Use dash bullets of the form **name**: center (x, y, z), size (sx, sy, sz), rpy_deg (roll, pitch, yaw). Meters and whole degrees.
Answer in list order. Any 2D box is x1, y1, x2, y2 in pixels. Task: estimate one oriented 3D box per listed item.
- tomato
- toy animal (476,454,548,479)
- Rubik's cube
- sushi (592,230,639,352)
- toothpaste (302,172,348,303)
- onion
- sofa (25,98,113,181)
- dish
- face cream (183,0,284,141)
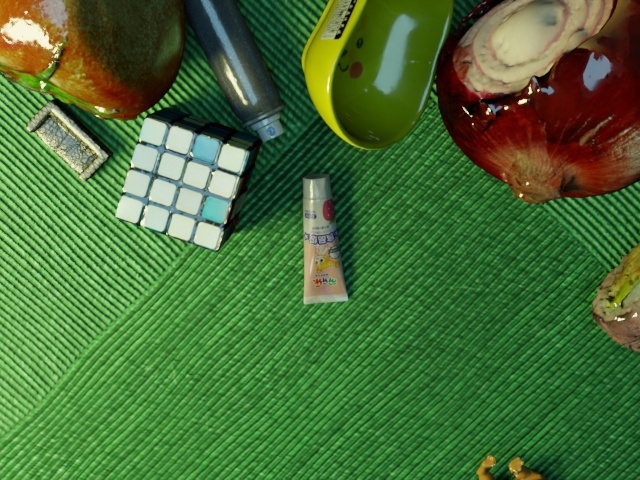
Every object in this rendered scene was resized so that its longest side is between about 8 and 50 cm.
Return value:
- **tomato**: center (-0.317, -0.303, 1.446), size (0.303, 0.303, 0.239), rpy_deg (23, 85, -2)
- **toy animal**: center (0.253, 0.405, 1.668), size (0.255, 0.114, 0.116), rpy_deg (-13, 143, 9)
- **Rubik's cube**: center (-0.183, -0.088, 1.551), size (0.154, 0.151, 0.155), rpy_deg (18, 102, 0)
- **sushi**: center (0.476, 0.054, 1.569), size (0.107, 0.241, 0.161), rpy_deg (38, 139, -8)
- **toothpaste**: center (0.000, 0.000, 1.618), size (0.067, 0.043, 0.195), rpy_deg (-5, 106, 1)
- **onion**: center (0.328, -0.203, 1.430), size (0.341, 0.341, 0.341), rpy_deg (0, 101, 2)
- **sofa**: center (-0.366, -0.146, 1.602), size (0.118, 0.039, 0.060), rpy_deg (44, 100, -6)
- **dish**: center (0.060, -0.258, 1.431), size (0.108, 0.221, 0.262), rpy_deg (25, 97, 35)
- **face cream**: center (-0.128, -0.273, 1.550), size (0.073, 0.073, 0.284), rpy_deg (-25, 99, 7)
